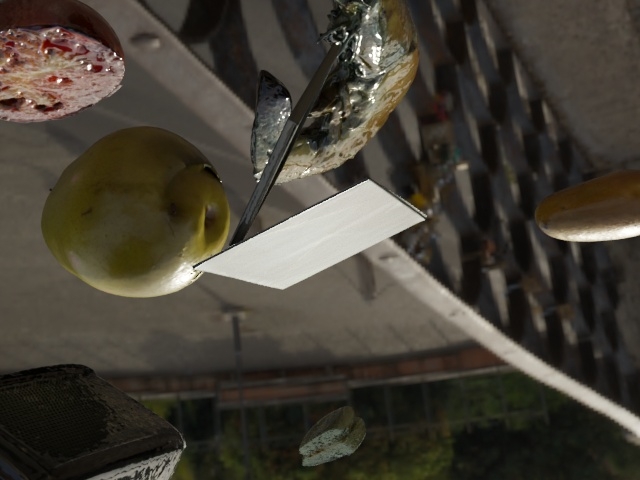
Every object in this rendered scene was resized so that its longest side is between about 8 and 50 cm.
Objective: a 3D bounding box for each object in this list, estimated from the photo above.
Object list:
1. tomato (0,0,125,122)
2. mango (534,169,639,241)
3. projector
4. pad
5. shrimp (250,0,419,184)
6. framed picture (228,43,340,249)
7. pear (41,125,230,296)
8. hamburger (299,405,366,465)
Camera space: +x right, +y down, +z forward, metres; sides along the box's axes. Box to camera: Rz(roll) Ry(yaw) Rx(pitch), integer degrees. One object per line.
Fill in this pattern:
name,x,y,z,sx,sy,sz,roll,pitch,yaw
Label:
tomato,-0.358,-0.231,1.403,0.225,0.085,0.225,-13,160,-5
mango,0.385,-0.043,1.541,0.178,0.090,0.115,-16,164,23
projector,-0.424,0.391,1.539,0.242,0.395,0.405,31,-170,16
pad,0.000,0.000,0.995,0.164,0.004,0.243,-27,168,12
shrimp,0.005,-0.205,1.322,0.272,0.085,0.445,-42,160,-12
framed picture,-0.029,-0.073,0.898,0.011,0.109,0.149,27,135,-3
pear,-0.313,-0.044,1.838,0.336,0.284,0.285,-7,160,11
hamburger,0.019,0.295,1.741,0.054,0.084,0.121,46,129,-11
